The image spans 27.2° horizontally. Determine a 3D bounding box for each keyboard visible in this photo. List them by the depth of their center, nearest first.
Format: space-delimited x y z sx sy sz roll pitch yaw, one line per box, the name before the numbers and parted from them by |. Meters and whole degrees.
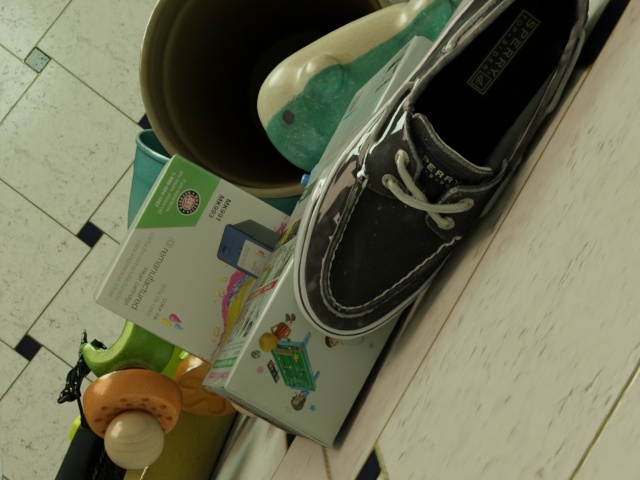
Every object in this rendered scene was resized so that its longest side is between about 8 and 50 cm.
keyboard | -0.247 0.220 1.446 0.317 0.033 0.201 -91 -8 -74

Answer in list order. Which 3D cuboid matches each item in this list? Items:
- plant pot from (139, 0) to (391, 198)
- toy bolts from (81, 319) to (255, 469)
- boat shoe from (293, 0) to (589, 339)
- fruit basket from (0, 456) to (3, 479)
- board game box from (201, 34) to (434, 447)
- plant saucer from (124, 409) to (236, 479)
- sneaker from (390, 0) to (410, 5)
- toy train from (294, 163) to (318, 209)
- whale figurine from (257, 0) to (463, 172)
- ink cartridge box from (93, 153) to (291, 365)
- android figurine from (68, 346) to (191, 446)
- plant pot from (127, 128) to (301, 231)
plant pot | -0.036 -0.208 1.703 0.323 0.323 0.280 -61 -10 5
toy bolts | -0.108 0.154 1.369 0.228 0.218 0.158 -36 44 24
boat shoe | 0.079 -0.054 0.883 0.301 0.108 0.102 -53 7 11
fruit basket | -0.341 0.453 1.362 0.327 0.165 0.353 -121 41 -64
board game box | 0.022 0.007 1.071 0.303 0.097 0.224 -61 5 -9
plant saucer | -0.206 0.318 1.585 0.333 0.081 0.333 -56 9 46
sneaker | 0.157 -0.388 1.724 0.292 0.108 0.169 -49 7 47
toy train | 0.000 0.000 1.370 0.184 0.080 0.105 -73 4 -52
whale figurine | 0.062 -0.167 1.431 0.272 0.141 0.216 -32 -9 31
ink cartridge box | -0.081 0.038 1.220 0.154 0.212 0.093 -61 10 -6
android figurine | -0.246 0.231 1.833 0.273 0.056 0.248 -54 -27 -9
plant pot | -0.166 -0.004 1.957 0.271 0.271 0.255 -88 13 -76
